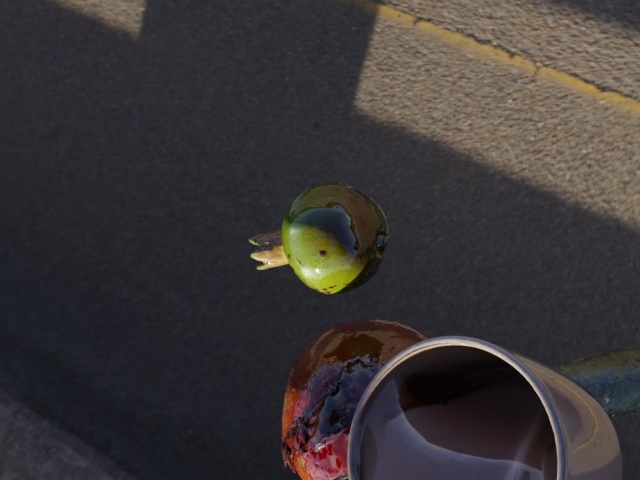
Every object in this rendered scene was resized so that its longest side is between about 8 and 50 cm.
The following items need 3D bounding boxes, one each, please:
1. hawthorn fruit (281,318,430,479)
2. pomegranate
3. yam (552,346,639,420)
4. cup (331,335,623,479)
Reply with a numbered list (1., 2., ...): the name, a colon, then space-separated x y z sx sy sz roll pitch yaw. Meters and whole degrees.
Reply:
1. hawthorn fruit: 0.079 0.250 1.234 0.315 0.316 0.316 6 103 24
2. pomegranate: 0.000 0.000 1.193 0.204 0.159 0.159 -8 97 21
3. yam: 0.403 0.214 1.223 0.183 0.107 0.107 -12 98 -13
4. cup: 0.132 0.205 0.763 0.252 0.200 0.192 -28 63 26
